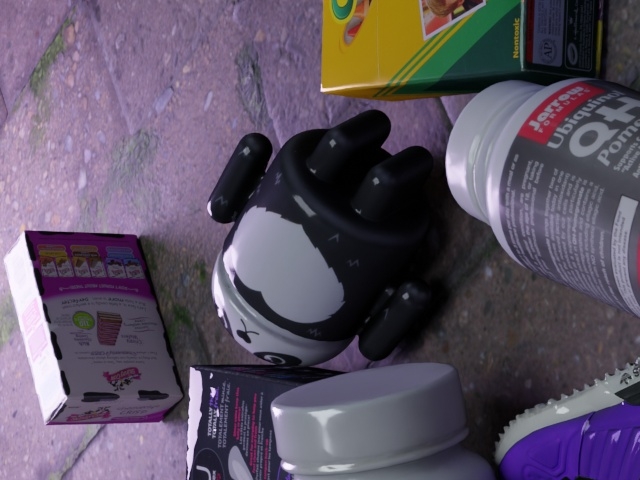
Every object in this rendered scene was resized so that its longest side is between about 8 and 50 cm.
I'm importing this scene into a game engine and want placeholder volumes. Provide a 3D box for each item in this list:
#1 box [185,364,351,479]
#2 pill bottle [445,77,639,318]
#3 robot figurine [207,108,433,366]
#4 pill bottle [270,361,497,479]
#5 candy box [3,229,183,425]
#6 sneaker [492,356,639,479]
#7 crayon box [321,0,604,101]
[{"bbox_3d":[-0.008,0.216,1.977,0.270,0.143,0.165,5,92,55],"label":"box"},{"bbox_3d":[0.249,-0.036,1.613,0.318,0.176,0.176,26,108,52],"label":"pill bottle"},{"bbox_3d":[0.000,0.002,1.956,0.278,0.174,0.209,-57,35,34],"label":"robot figurine"},{"bbox_3d":[0.072,0.303,1.745,0.204,0.204,0.361,-3,99,54],"label":"pill bottle"},{"bbox_3d":[-0.274,0.104,2.343,0.071,0.159,0.233,-48,50,43],"label":"candy box"},{"bbox_3d":[0.258,0.194,1.646,0.293,0.102,0.146,-37,59,47],"label":"sneaker"},{"bbox_3d":[0.131,-0.324,1.859,0.313,0.106,0.363,0,87,54],"label":"crayon box"}]
